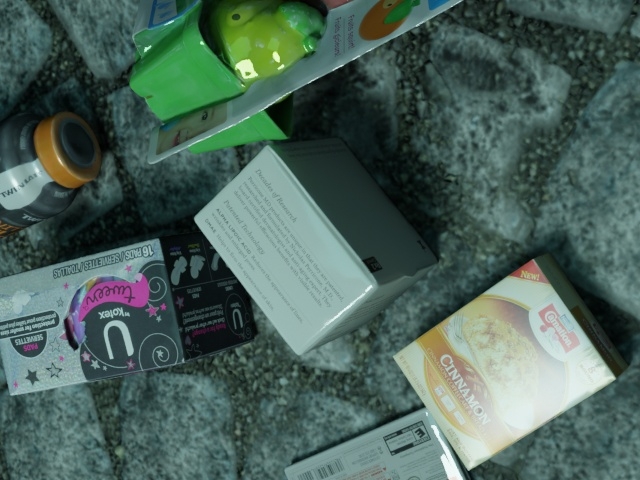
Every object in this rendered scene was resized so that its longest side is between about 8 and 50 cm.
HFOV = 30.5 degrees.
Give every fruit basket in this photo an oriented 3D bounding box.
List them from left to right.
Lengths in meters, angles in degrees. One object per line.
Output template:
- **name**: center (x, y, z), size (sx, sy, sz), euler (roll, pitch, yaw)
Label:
- **fruit basket**: center (-0.022, -0.253, 1.144), size (0.353, 0.327, 0.165), euler (-30, 126, 27)

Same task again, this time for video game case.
- **video game case**: center (0.079, 0.300, 1.301), size (0.201, 0.023, 0.183), euler (-27, 84, 24)

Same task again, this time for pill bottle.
- **pill bottle**: center (-0.382, -0.073, 1.411), size (0.245, 0.130, 0.130), euler (-20, 87, 26)

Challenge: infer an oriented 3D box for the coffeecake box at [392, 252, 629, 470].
- **coffeecake box**: center (0.193, 0.123, 1.200), size (0.185, 0.068, 0.142), euler (-38, 79, 23)

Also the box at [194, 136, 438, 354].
- **box**: center (0.000, 0.000, 1.212), size (0.119, 0.181, 0.182), euler (-42, 79, 23)

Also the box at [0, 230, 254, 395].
- **box**: center (-0.227, 0.083, 1.339), size (0.247, 0.163, 0.142), euler (-14, 89, 26)
